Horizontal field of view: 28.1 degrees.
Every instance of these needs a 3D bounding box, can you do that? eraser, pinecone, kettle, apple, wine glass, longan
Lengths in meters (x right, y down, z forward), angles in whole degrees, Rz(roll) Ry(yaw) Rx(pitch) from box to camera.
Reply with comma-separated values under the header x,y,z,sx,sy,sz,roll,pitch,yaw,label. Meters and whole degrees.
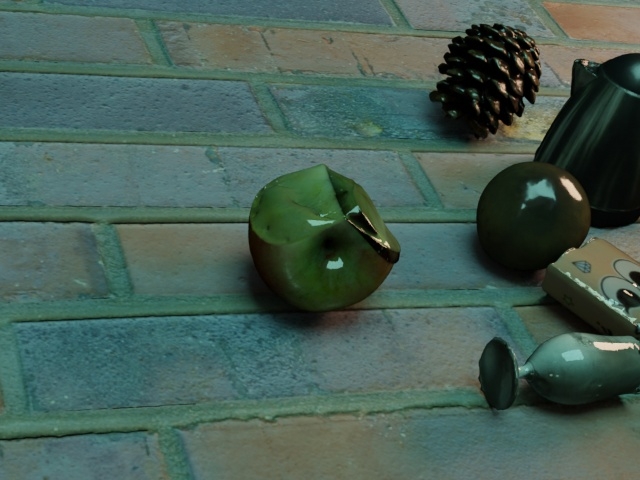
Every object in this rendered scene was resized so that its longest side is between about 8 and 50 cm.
x,y,z,sx,sy,sz,roll,pitch,yaw,label
0.479,0.114,1.861,0.290,0.087,0.171,39,37,26,eraser
0.293,-0.275,2.224,0.184,0.179,0.204,27,77,-21,pinecone
0.495,-0.173,2.089,0.207,0.271,0.251,-13,45,-35,kettle
0.000,0.000,1.746,0.207,0.173,0.188,1,19,-18,apple
0.328,0.171,1.712,0.222,0.103,0.103,-2,40,-24,wine glass
0.322,-0.036,1.942,0.167,0.167,0.187,35,61,23,longan
